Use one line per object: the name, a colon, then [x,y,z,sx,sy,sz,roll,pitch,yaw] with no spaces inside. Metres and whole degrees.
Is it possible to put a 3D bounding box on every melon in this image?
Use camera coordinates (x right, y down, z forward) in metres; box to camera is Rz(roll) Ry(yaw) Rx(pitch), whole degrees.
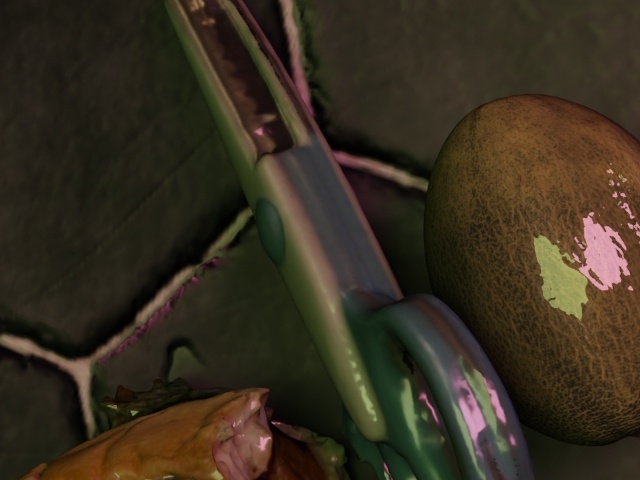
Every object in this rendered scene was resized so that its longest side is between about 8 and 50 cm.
melon: [0.088,0.009,0.453,0.098,0.098,0.131,-25,83,16]

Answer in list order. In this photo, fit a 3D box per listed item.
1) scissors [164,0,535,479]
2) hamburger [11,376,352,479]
scissors: [0.000,0.000,0.494,0.041,0.138,0.289,-20,63,-16]
hamburger: [-0.061,0.209,0.471,0.211,0.132,0.309,-22,80,14]
